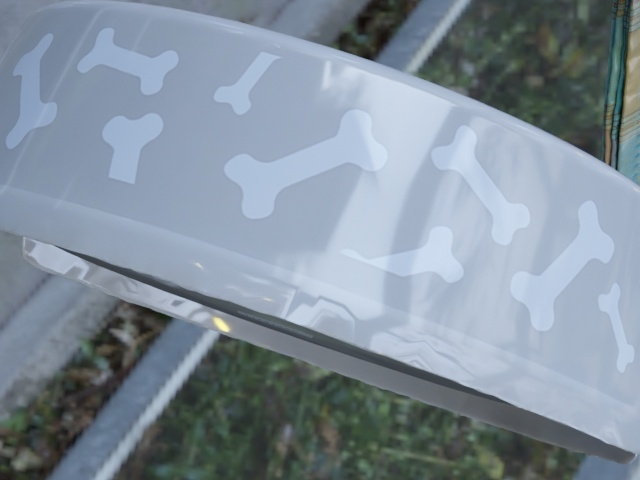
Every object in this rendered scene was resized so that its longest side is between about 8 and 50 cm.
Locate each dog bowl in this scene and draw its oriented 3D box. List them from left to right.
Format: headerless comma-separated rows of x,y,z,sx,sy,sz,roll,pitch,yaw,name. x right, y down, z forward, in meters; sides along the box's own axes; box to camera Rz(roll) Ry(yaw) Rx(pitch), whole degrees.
0.000,0.000,0.666,0.349,0.349,0.102,28,80,-51,dog bowl

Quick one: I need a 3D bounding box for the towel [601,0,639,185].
0.380,-0.196,1.408,0.271,0.040,0.370,-28,145,-12,towel
